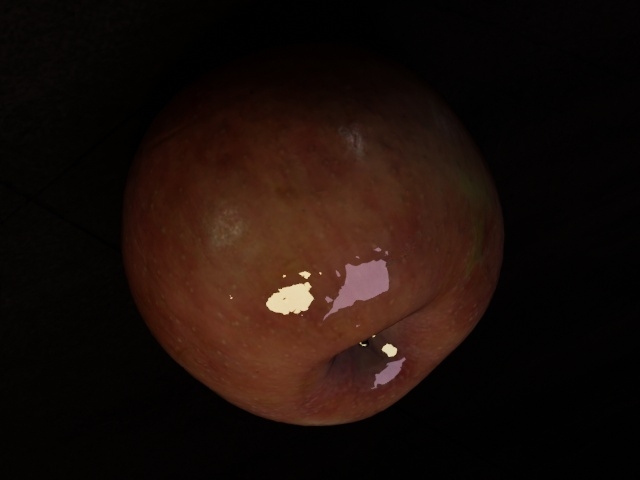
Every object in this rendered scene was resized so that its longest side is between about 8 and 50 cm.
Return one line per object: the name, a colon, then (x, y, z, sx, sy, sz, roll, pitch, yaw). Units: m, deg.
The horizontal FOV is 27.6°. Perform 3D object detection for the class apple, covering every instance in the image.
apple: (0.000, 0.000, 0.952, 0.306, 0.235, 0.305, -23, 148, -16)
